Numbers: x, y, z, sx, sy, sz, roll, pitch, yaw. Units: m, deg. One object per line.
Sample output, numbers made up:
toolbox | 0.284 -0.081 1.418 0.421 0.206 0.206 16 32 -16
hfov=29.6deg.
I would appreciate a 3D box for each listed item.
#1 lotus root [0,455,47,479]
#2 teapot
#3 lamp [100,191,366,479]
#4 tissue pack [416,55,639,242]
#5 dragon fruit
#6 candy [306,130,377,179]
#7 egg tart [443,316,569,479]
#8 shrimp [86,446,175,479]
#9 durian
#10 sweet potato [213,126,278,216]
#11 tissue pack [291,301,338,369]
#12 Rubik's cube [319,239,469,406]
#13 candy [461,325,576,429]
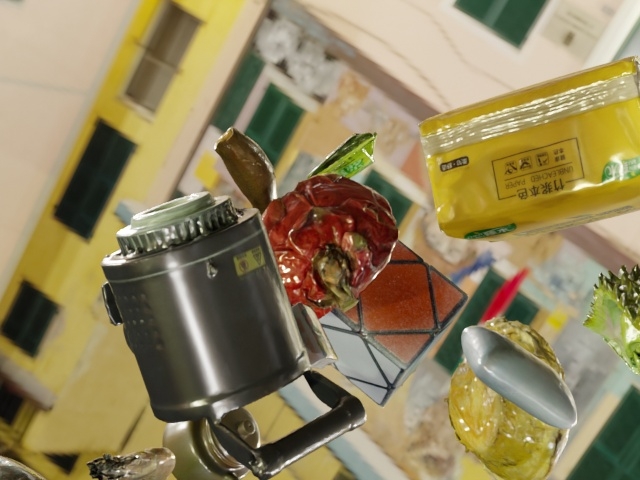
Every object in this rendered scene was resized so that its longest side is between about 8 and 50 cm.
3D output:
lotus root | -0.487 0.411 1.808 0.175 0.175 0.349 15 178 -37
teapot | -0.202 0.419 2.475 0.185 0.175 0.268 15 -125 -43
lamp | -0.135 0.080 1.466 0.205 0.272 0.374 -25 -149 -34
tissue pack | 0.399 -0.138 2.002 0.293 0.382 0.228 3 -104 -59
dragon fruit | 0.000 0.000 1.990 0.205 0.317 0.152 12 153 51
candy | 0.057 -0.157 2.338 0.069 0.149 0.246 51 -170 -3
egg tart | 0.346 0.320 2.342 0.132 0.341 0.341 3 -151 -29
shrimp | -0.306 0.368 1.824 0.046 0.152 0.219 47 -171 24
durian | 0.442 0.123 1.491 0.157 0.169 0.355 -6 -153 -8
sweet potato | -0.110 -0.110 2.070 0.077 0.077 0.244 49 175 44
tissue pack | -0.014 0.126 1.587 0.083 0.035 0.063 62 -169 17
Rubik's cube | 0.116 0.146 2.240 0.207 0.205 0.205 38 -117 9
candy | 0.283 0.193 1.726 0.174 0.071 0.138 34 -168 -14
